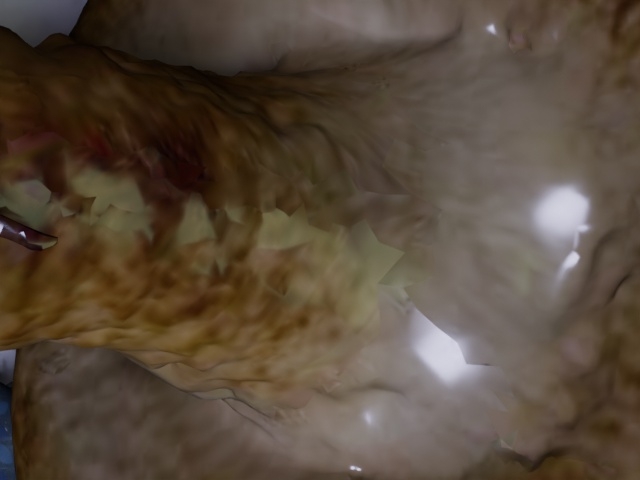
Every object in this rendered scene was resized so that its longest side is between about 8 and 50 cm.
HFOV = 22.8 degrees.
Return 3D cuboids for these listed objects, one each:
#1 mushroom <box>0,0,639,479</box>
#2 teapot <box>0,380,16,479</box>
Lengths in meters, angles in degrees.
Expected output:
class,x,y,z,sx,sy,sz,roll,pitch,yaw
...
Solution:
class,x,y,z,sx,sy,sz,roll,pitch,yaw
mushroom,0.007,-0.014,0.507,0.356,0.334,0.331,56,42,-45
teapot,-0.135,0.081,0.580,0.083,0.049,0.063,5,102,-51
